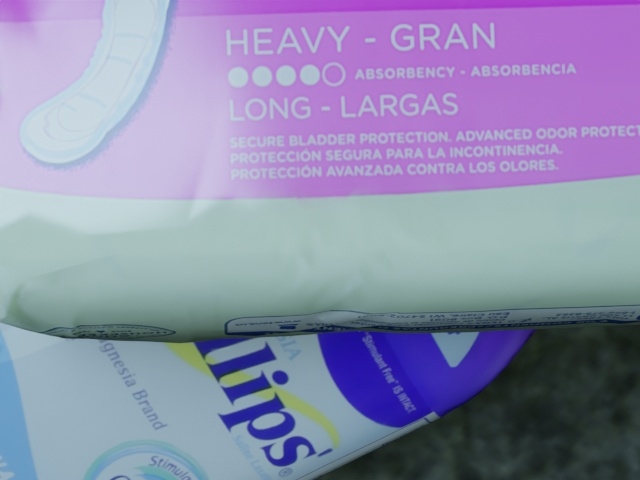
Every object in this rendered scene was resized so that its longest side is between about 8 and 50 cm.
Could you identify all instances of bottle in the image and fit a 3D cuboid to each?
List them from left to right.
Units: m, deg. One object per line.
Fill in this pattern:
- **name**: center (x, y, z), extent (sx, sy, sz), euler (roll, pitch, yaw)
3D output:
- **bottle**: center (0.000, 0.000, 0.458), extent (0.283, 0.092, 0.118), euler (-26, 111, 7)

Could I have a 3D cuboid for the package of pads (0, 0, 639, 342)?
- **package of pads**: center (0.025, -0.127, 0.358), extent (0.229, 0.101, 0.296), euler (-1, 87, -3)
